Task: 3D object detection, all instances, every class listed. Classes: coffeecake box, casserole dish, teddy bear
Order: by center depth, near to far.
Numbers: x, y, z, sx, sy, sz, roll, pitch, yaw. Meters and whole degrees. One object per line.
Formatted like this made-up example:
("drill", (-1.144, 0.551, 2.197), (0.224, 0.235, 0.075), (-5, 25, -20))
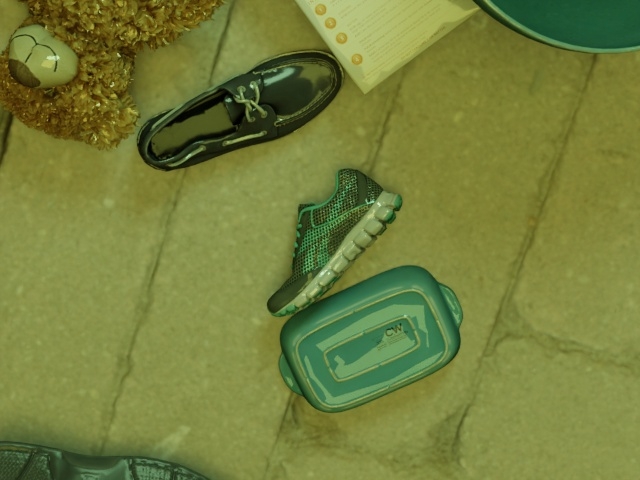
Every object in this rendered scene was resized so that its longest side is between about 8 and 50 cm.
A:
("teddy bear", (-0.197, -0.250, 1.259), (0.245, 0.113, 0.338), (40, 99, -5))
("coffeecake box", (0.041, -0.250, 1.282), (0.142, 0.068, 0.185), (-36, 100, 8))
("casserole dish", (0.049, 0.100, 1.374), (0.188, 0.037, 0.114), (-24, 102, 4))

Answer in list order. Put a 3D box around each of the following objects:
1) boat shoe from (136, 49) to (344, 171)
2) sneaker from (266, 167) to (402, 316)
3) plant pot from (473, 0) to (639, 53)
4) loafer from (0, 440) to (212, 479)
("boat shoe", (-0.073, -0.116, 1.311), (0.206, 0.065, 0.075), (-22, 101, 4))
("sneaker", (0.000, 0.000, 1.348), (0.076, 0.065, 0.166), (43, 95, 8))
("plant pot", (0.213, -0.301, 1.198), (0.290, 0.195, 0.290), (-1, 96, -8))
("loafer", (-0.205, 0.264, 1.393), (0.302, 0.095, 0.109), (16, 71, -8))
